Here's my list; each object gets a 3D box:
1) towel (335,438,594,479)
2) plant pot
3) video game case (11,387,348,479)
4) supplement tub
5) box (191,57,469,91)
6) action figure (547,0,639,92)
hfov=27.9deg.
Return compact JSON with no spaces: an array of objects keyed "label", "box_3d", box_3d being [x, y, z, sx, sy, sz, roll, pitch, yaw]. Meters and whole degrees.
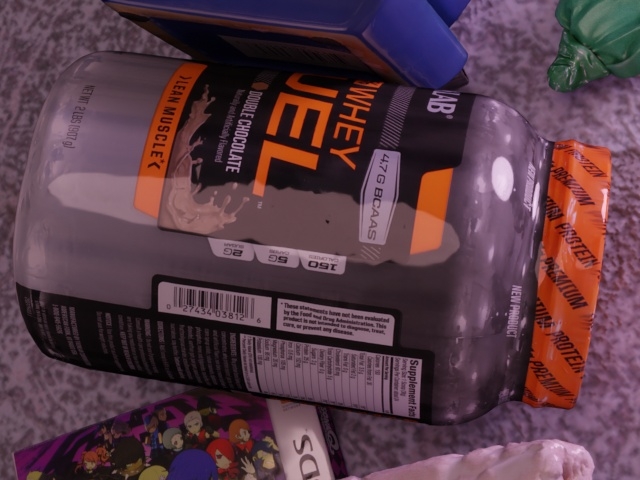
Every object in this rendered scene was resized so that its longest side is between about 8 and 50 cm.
[{"label":"towel","box_3d":[0.036,0.285,0.693,0.332,0.053,0.317,-23,70,46]},{"label":"plant pot","box_3d":[-0.007,-0.216,0.811,0.236,0.236,0.212,10,87,19]},{"label":"video game case","box_3d":[-0.086,0.212,0.884,0.232,0.042,0.210,-20,70,12]},{"label":"supplement tub","box_3d":[0.000,0.000,0.808,0.338,0.207,0.207,8,79,8]},{"label":"box","box_3d":[-0.014,-0.187,0.954,0.183,0.056,0.231,-21,71,12]},{"label":"action figure","box_3d":[0.242,-0.180,0.868,0.232,0.063,0.137,-40,70,1]}]
